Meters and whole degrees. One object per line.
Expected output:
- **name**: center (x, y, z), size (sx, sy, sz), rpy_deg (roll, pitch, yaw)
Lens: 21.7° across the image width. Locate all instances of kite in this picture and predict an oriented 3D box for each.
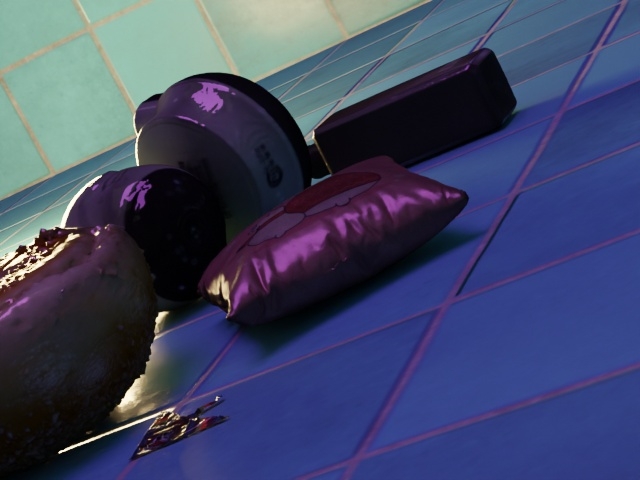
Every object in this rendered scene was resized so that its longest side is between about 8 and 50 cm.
- **kite**: center (-0.113, 0.144, 1.290), size (0.090, 0.004, 0.122), rpy_deg (-33, 13, -21)

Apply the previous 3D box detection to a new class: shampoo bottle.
- **shampoo bottle**: center (0.089, -0.126, 1.831), size (0.246, 0.079, 0.080), rpy_deg (-21, 11, 28)

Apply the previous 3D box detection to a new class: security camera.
- **security camera**: center (-0.153, -0.034, 1.737), size (0.191, 0.197, 0.277), rpy_deg (-3, 32, 44)

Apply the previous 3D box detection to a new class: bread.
- **bread**: center (-0.264, 0.103, 1.434), size (0.305, 0.159, 0.305), rpy_deg (-30, 11, 6)

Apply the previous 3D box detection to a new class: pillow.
- **pillow**: center (0.000, 0.000, 1.467), size (0.236, 0.084, 0.223), rpy_deg (-32, 14, -10)
